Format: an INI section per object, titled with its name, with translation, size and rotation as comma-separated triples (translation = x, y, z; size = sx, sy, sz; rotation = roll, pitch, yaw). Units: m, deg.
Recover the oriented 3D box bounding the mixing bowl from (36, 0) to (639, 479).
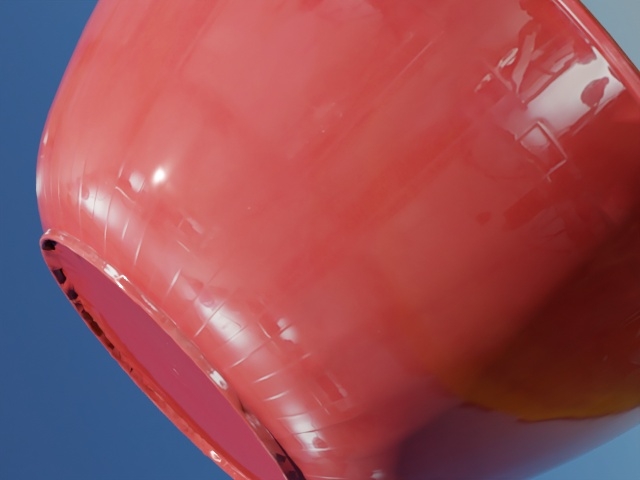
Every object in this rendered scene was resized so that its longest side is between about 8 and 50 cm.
[mixing bowl]
translation = 0.000, 0.000, 0.435
size = 0.181, 0.098, 0.181
rotation = 42, 164, 15
